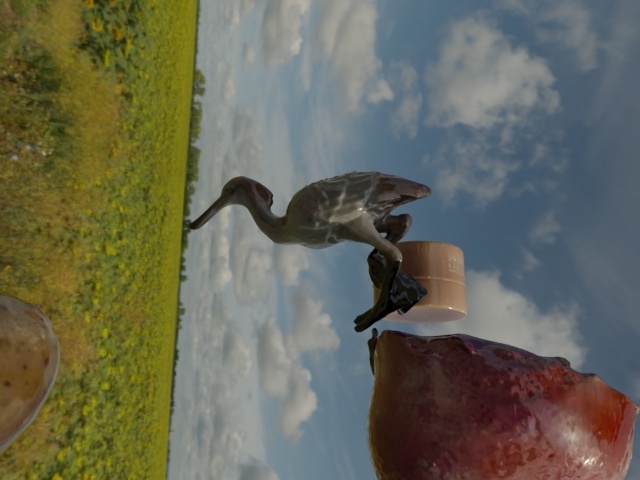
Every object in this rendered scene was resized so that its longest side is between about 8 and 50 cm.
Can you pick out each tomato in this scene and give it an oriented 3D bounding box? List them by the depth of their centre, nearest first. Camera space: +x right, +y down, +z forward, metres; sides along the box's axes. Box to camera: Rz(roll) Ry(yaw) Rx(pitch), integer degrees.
[{"bbox_3d":[0.187,0.241,0.511,0.335,0.289,0.176,64,38,-48],"label":"tomato"}]

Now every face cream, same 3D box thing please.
[{"bbox_3d":[0.159,0.071,0.746,0.149,0.149,0.104,134,-39,-65],"label":"face cream"}]

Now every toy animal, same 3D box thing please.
[{"bbox_3d":[-0.002,-0.026,0.576,0.195,0.324,0.090,-62,171,7],"label":"toy animal"}]

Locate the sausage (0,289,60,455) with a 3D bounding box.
[{"bbox_3d":[-0.323,0.139,0.122,0.136,0.500,0.123,-16,-81,39],"label":"sausage"}]
